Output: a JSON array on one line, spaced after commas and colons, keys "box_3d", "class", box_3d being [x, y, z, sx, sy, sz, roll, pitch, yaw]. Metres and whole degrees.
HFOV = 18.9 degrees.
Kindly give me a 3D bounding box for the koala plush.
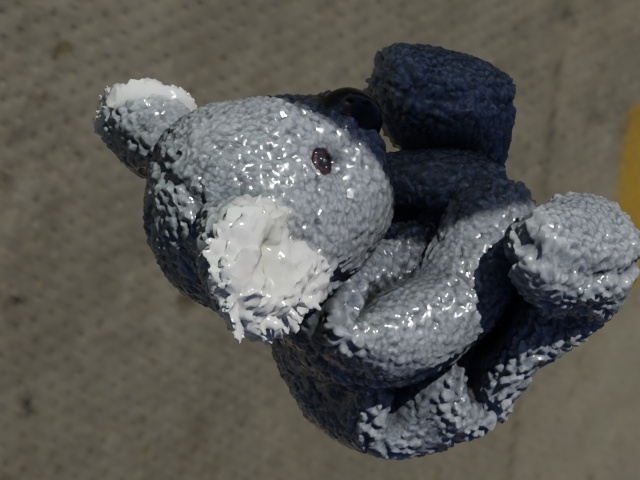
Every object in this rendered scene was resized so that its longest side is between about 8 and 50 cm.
[{"box_3d": [0.000, 0.000, 0.951, 0.221, 0.196, 0.203, 21, 114, -41], "class": "koala plush"}]
